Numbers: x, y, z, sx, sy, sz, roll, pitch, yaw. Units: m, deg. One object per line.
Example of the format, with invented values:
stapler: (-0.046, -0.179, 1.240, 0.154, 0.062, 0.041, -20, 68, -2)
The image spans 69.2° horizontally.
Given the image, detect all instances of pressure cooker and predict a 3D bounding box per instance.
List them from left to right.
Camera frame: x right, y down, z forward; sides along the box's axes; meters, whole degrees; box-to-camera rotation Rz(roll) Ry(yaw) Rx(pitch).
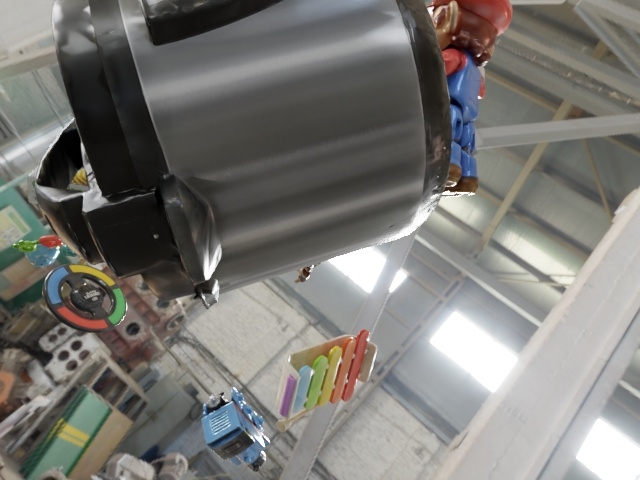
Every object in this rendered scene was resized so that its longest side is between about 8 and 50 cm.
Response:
pressure cooker: (-0.107, -0.122, 0.549, 0.370, 0.420, 0.376, 129, -57, -78)

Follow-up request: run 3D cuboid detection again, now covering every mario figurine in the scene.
mario figurine: (0.175, -0.231, 0.698, 0.170, 0.321, 0.198, 9, -5, 5)

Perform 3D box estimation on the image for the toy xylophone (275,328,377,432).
toy xylophone: (0.006, 0.343, 1.129, 0.081, 0.322, 0.236, 25, -63, 37)

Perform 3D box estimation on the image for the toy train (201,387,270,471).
toy train: (-0.150, 0.347, 0.836, 0.105, 0.080, 0.184, 59, -7, 49)

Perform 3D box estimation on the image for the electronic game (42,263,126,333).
electronic game: (-0.648, 0.157, 1.289, 0.048, 0.229, 0.229, -42, -91, 21)

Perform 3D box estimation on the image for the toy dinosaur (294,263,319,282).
toy dinosaur: (0.000, 0.000, 1.241, 0.127, 0.295, 0.200, 30, -75, 20)

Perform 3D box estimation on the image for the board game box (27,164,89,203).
board game box: (-0.380, -0.140, 0.868, 0.305, 0.192, 0.053, -105, -153, -58)

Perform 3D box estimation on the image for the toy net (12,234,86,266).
toy net: (-0.542, 0.007, 1.041, 0.122, 0.232, 0.045, 105, -29, -54)
